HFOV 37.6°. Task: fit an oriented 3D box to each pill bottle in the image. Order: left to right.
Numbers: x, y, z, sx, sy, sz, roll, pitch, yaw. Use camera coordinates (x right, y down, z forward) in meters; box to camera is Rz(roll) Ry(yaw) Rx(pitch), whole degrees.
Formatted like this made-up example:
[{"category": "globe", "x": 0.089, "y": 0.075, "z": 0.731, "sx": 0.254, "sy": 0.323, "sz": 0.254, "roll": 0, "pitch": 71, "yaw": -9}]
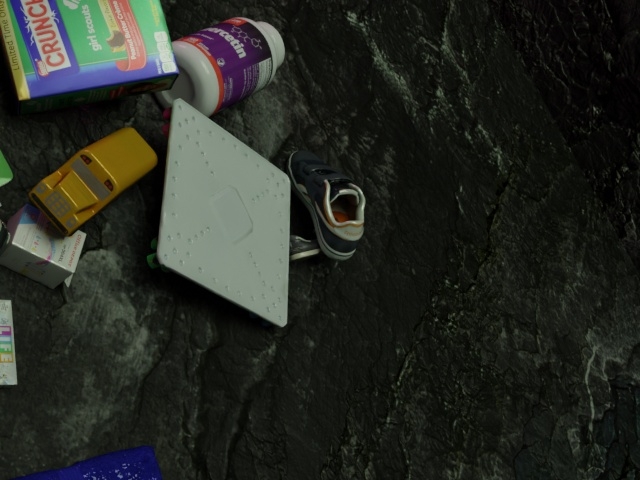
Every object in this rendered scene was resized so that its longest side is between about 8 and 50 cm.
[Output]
[{"category": "pill bottle", "x": -0.223, "y": -0.399, "z": 2.142, "sx": 0.182, "sy": 0.181, "sz": 0.323, "roll": 56, "pitch": 43, "yaw": -4}]

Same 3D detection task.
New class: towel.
[{"category": "towel", "x": -0.385, "y": 0.485, "z": 1.596, "sx": 0.308, "sy": 0.076, "sz": 0.228, "roll": -6, "pitch": 74, "yaw": -45}]

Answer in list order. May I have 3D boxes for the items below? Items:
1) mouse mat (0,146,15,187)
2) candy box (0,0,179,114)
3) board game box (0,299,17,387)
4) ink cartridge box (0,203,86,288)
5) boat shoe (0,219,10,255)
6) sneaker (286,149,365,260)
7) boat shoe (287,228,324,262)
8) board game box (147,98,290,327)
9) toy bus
[{"category": "mouse mat", "x": -0.627, "y": -0.130, "z": 1.586, "sx": 0.189, "sy": 0.007, "sz": 0.153, "roll": -35, "pitch": 110, "yaw": -34}, {"category": "candy box", "x": -0.471, "y": -0.411, "z": 1.861, "sx": 0.317, "sy": 0.122, "sz": 0.268, "roll": -14, "pitch": 84, "yaw": -18}, {"category": "board game box", "x": -0.580, "y": 0.176, "z": 1.614, "sx": 0.103, "sy": 0.026, "sz": 0.154, "roll": 6, "pitch": 64, "yaw": -41}, {"category": "ink cartridge box", "x": -0.505, "y": 0.016, "z": 1.723, "sx": 0.143, "sy": 0.090, "sz": 0.092, "roll": 29, "pitch": 51, "yaw": -28}, {"category": "boat shoe", "x": -0.611, "y": 0.059, "z": 1.585, "sx": 0.084, "sy": 0.079, "sz": 0.233, "roll": 30, "pitch": 71, "yaw": 12}, {"category": "sneaker", "x": 0.023, "y": -0.115, "z": 2.206, "sx": 0.126, "sy": 0.127, "sz": 0.321, "roll": -4, "pitch": 52, "yaw": -32}, {"category": "boat shoe", "x": 0.000, "y": 0.000, "z": 2.216, "sx": 0.206, "sy": 0.075, "sz": 0.065, "roll": -14, "pitch": 82, "yaw": -41}, {"category": "board game box", "x": -0.205, "y": -0.049, "z": 2.004, "sx": 0.390, "sy": 0.050, "sz": 0.390, "roll": 33, "pitch": 48, "yaw": -45}, {"category": "toy bus", "x": -0.421, "y": -0.117, "z": 1.776, "sx": 0.108, "sy": 0.130, "sz": 0.333, "roll": 51, "pitch": 15, "yaw": -9}]
